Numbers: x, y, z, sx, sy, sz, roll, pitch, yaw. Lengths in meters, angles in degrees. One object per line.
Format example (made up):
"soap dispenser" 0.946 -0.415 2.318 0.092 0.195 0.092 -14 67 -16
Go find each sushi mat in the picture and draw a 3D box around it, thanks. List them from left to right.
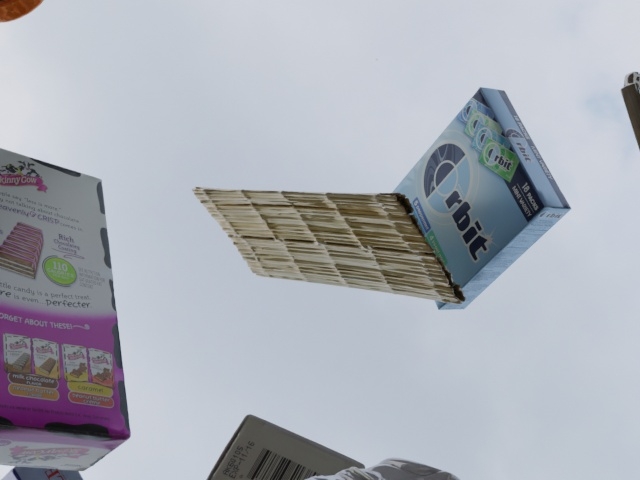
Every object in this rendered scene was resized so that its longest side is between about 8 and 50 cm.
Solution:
"sushi mat" 0.000 0.000 0.982 0.019 0.317 0.151 -52 -53 -29

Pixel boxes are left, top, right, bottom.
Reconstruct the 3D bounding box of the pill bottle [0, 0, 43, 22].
"pill bottle" -0.388 -0.354 0.979 0.131 0.130 0.245 -16 -39 6

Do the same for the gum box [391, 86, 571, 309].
"gum box" 0.159 -0.041 0.962 0.041 0.157 0.184 2 -36 -34

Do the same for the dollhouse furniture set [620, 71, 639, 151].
"dollhouse furniture set" 0.283 -0.072 0.489 0.182 0.161 0.101 -20 -98 34

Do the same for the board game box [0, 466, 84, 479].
"board game box" -0.302 0.427 1.107 0.318 0.066 0.318 56 -39 6

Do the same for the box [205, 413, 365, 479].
"box" -0.056 0.349 1.017 0.148 0.121 0.311 22 -43 10

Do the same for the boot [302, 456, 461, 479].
"boot" 0.091 0.219 0.662 0.123 0.258 0.095 -13 -73 -34

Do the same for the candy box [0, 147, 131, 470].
"candy box" -0.234 0.042 0.665 0.159 0.233 0.071 19 -44 -41
